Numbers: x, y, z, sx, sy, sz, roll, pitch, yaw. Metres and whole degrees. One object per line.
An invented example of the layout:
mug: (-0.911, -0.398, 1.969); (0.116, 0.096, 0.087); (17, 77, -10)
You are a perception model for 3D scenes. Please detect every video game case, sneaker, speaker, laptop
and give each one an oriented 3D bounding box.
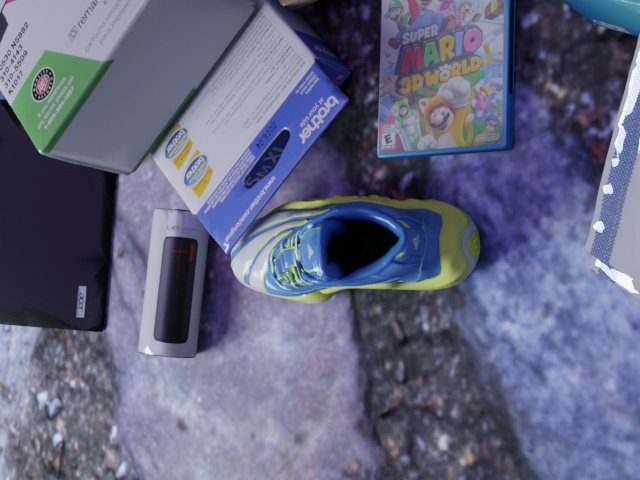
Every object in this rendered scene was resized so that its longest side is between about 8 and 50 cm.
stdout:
video game case: (0.101, -0.152, 0.871); (0.119, 0.015, 0.166); (-1, 84, 35)
sneaker: (0.000, 0.000, 0.858); (0.240, 0.126, 0.091); (-8, 81, 34)
speaker: (-0.135, 0.038, 0.995); (0.055, 0.055, 0.136); (5, 88, 36)
laptop: (-0.332, -0.027, 1.167); (0.264, 0.136, 0.235); (-2, 83, 61)

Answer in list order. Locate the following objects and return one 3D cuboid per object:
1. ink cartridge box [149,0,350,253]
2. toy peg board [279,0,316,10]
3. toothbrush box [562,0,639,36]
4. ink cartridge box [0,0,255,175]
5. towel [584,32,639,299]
ink cartridge box: (-0.099, -0.155, 0.984); (0.186, 0.065, 0.311); (-50, 57, 21)
toy peg board: (0.014, -0.301, 0.887); (0.160, 0.079, 0.161); (-16, 70, 24)
toothbrush box: (0.314, -0.216, 0.660); (0.295, 0.126, 0.216); (25, 100, 33)
ink cartridge box: (-0.218, -0.230, 0.971); (0.201, 0.117, 0.278); (-50, 59, 20)
towel: (0.294, 0.002, 0.645); (0.285, 0.034, 0.209); (34, 140, 33)
